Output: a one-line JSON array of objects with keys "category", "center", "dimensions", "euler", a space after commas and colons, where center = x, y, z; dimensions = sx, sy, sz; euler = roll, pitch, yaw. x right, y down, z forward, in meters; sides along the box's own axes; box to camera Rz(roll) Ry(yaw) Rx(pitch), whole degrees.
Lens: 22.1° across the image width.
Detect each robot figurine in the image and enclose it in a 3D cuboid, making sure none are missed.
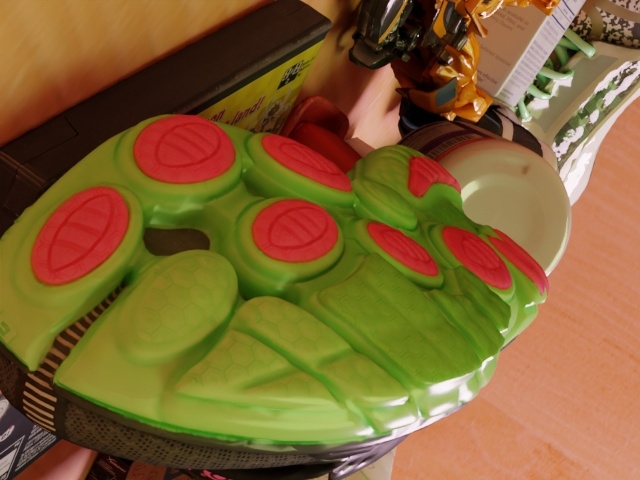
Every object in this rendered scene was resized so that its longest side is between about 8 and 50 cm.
[{"category": "robot figurine", "center": [0.105, -0.180, 1.097], "dimensions": [0.211, 0.085, 0.291], "euler": [-56, 170, -3]}]

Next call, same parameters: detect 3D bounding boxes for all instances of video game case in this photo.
[{"category": "video game case", "center": [-0.112, 0.013, 0.849], "dimensions": [0.275, 0.035, 0.248], "euler": [-39, 161, -55]}]

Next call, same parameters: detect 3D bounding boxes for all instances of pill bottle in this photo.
[{"category": "pill bottle", "center": [0.099, -0.028, 1.159], "dimensions": [0.108, 0.108, 0.193], "euler": [-57, -167, 4]}]

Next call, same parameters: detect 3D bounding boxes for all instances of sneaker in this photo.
[{"category": "sneaker", "center": [0.110, -0.102, 1.398], "dimensions": [0.079, 0.121, 0.217], "euler": [-60, -156, 3]}, {"category": "sneaker", "center": [-0.017, 0.062, 0.824], "dimensions": [0.202, 0.185, 0.483], "euler": [-50, 163, 14]}, {"category": "sneaker", "center": [0.211, -0.150, 1.573], "dimensions": [0.182, 0.158, 0.410], "euler": [-22, 144, -40]}]

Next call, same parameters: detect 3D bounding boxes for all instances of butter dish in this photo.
[{"category": "butter dish", "center": [0.000, 0.000, 1.084], "dimensions": [0.160, 0.118, 0.160], "euler": [-57, 170, 3]}]

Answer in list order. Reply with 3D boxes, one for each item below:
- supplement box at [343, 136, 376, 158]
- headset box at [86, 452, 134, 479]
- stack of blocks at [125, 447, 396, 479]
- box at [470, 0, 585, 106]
[{"category": "supplement box", "center": [0.013, -0.041, 1.238], "dimensions": [0.062, 0.036, 0.098], "euler": [-58, 170, 15]}, {"category": "headset box", "center": [-0.147, 0.178, 1.199], "dimensions": [0.083, 0.032, 0.062], "euler": [-60, 168, 28]}, {"category": "stack of blocks", "center": [-0.050, 0.187, 1.074], "dimensions": [0.171, 0.087, 0.297], "euler": [-27, -154, 27]}, {"category": "box", "center": [0.162, -0.190, 1.365], "dimensions": [0.137, 0.072, 0.126], "euler": [-57, 169, 8]}]
